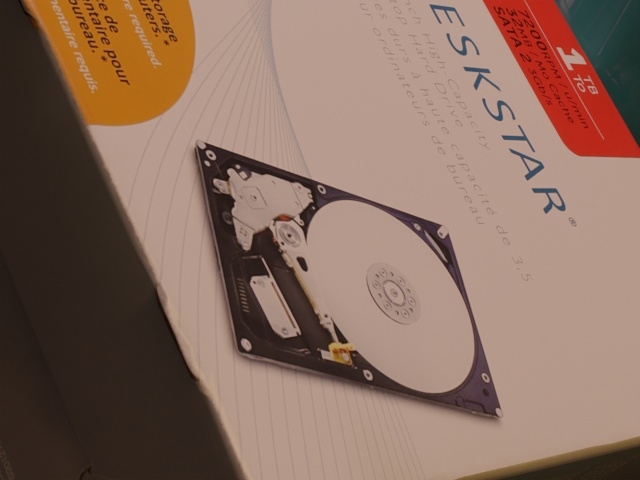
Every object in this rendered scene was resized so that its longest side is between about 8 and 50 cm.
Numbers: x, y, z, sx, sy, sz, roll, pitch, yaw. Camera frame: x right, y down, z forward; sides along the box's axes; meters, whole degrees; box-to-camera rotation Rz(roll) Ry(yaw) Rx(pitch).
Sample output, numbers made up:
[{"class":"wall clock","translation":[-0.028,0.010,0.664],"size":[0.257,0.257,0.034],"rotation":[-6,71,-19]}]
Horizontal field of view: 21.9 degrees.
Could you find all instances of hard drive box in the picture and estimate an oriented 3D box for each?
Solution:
[{"class":"hard drive box","translation":[0.000,0.000,0.455],"size":[0.232,0.089,0.181],"rotation":[-3,60,-50]}]

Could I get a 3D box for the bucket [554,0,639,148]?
[{"class":"bucket","translation":[0.220,-0.089,0.654],"size":[0.281,0.183,0.281],"rotation":[25,33,-18]}]
